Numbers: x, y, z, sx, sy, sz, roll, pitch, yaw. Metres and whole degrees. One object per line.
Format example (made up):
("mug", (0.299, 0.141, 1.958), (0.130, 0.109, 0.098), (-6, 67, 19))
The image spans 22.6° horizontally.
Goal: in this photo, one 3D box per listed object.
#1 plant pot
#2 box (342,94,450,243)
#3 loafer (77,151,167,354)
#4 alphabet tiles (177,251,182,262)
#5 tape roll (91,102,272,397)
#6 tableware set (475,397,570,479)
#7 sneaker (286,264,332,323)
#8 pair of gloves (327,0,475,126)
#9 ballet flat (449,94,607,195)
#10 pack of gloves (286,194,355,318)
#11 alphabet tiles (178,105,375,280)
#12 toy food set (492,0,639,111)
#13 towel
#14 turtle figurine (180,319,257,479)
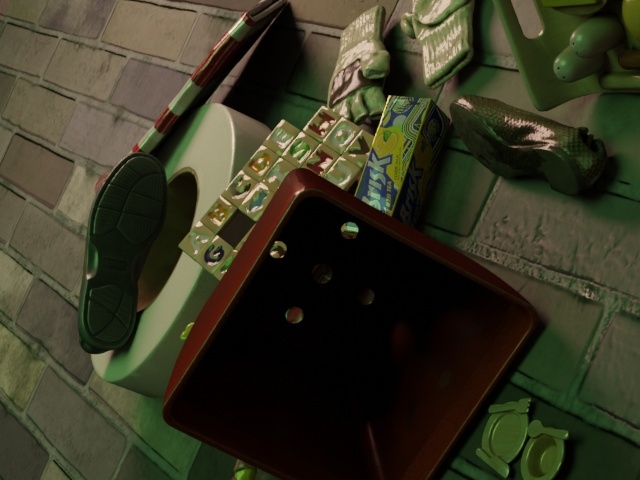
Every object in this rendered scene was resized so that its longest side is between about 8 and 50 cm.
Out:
("plant pot", (0.015, 0.077, 1.595), (0.267, 0.267, 0.236), (-57, 17, 14))
("box", (0.084, -0.072, 1.754), (0.059, 0.054, 0.169), (9, 73, 35))
("loafer", (-0.266, 0.017, 2.047), (0.084, 0.096, 0.268), (-33, 42, 61))
("alphabet tiles", (-0.191, -0.050, 2.262), (0.278, 0.021, 0.284), (-37, 40, 42))
("tape roll", (-0.180, 0.010, 2.068), (0.392, 0.072, 0.392), (-48, 29, 37))
("tableware set", (0.168, 0.223, 1.445), (0.141, 0.020, 0.169), (12, 79, 61))
("sneaker", (0.008, 0.043, 1.797), (0.076, 0.065, 0.167), (-14, 64, 28))
("pair of gloves", (0.092, -0.236, 1.879), (0.240, 0.042, 0.204), (-30, 39, 39))
("ballet flat", (0.206, -0.102, 1.591), (0.058, 0.084, 0.250), (-35, 25, -13))
("pack of gloves", (0.000, 0.000, 1.899), (0.232, 0.046, 0.195), (-51, 43, 30))
("alphabet tiles", (-0.037, -0.042, 1.828), (0.237, 0.009, 0.198), (-51, 44, -3))
("toy food set", (0.254, -0.213, 1.420), (0.092, 0.220, 0.306), (-31, 19, -24))
("towel", (-0.178, -0.204, 2.207), (0.329, 0.037, 0.237), (-48, 4, 18))
("turtle figurine", (-0.088, 0.192, 1.761), (0.087, 0.217, 0.270), (-2, 59, 14))
